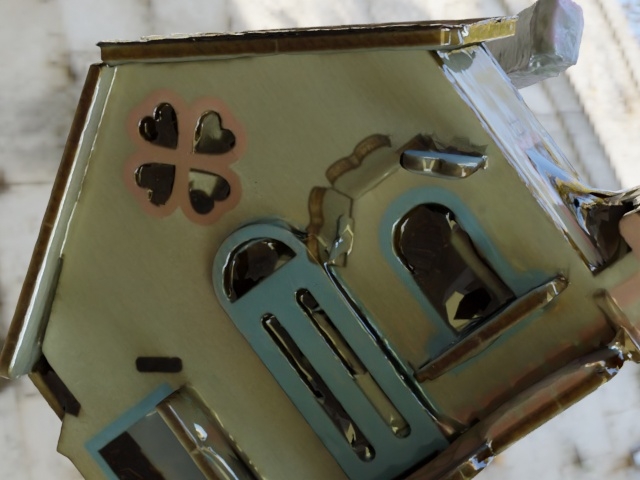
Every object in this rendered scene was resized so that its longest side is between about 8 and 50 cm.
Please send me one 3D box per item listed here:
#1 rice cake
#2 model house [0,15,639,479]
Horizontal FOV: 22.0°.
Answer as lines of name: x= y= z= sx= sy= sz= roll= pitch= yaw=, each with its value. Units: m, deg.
rice cake: x=0.194 y=-0.188 z=1.679 sx=0.365 sy=0.056 sz=0.073 roll=174 pitch=-77 yaw=-81
model house: x=0.000 y=0.000 z=0.729 sx=0.326 sy=0.169 sz=0.244 roll=-36 pitch=-95 yaw=24
